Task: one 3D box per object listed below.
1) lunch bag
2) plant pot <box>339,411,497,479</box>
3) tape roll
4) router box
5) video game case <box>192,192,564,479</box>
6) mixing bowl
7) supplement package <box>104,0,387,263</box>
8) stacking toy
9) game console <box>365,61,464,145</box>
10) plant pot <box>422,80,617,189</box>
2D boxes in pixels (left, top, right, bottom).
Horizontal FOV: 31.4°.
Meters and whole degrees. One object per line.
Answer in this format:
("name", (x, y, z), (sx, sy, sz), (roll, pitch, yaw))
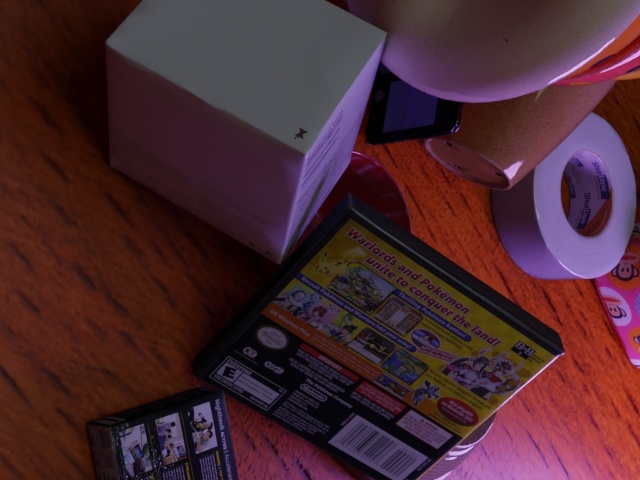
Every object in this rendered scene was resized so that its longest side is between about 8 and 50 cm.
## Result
("lunch bag", (0.526, 0.050, 1.636), (0.293, 0.120, 0.258), (-43, 118, -32))
("plant pot", (0.124, 0.171, 1.284), (0.237, 0.110, 0.237), (1, 88, -41))
("tape roll", (0.320, -0.058, 1.488), (0.219, 0.072, 0.219), (3, 85, -40))
("router box", (-0.142, 0.244, 1.094), (0.133, 0.046, 0.178), (-13, 96, -41))
("video game case", (0.057, 0.113, 1.129), (0.275, 0.248, 0.035), (33, 27, -20))
("mixing bowl", (0.000, 0.000, 1.193), (0.182, 0.098, 0.181), (3, 85, -40))
("supplement package", (-0.071, -0.121, 1.022), (0.194, 0.203, 0.149), (30, 62, 6))
("stacking toy", (0.285, -0.263, 1.088), (0.480, 0.351, 0.350), (10, 81, -46))
("game console", (0.083, -0.178, 1.244), (0.085, 0.144, 0.124), (18, 77, -38))
("plant pot", (0.232, -0.195, 1.340), (0.237, 0.237, 0.254), (35, 79, -34))
